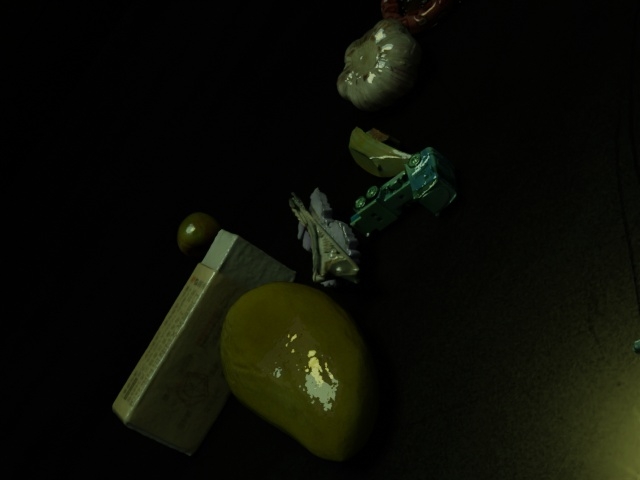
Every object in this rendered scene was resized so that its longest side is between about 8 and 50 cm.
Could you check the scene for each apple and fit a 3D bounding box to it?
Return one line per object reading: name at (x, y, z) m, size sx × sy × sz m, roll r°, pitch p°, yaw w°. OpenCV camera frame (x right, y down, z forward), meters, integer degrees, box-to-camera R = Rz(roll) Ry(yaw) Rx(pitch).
apple at (-0.231, -0.009, 1.683) m, size 0.089 × 0.090 × 0.074 m, roll -44°, pitch 58°, yaw 17°

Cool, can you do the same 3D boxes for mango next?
mango at (-0.028, 0.165, 1.236) m, size 0.332 × 0.142 × 0.195 m, roll 23°, pitch 84°, yaw 49°

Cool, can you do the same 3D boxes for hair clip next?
hair clip at (0.000, 0.000, 1.373) m, size 0.292 × 0.085 × 0.106 m, roll -118°, pitch 32°, yaw -59°

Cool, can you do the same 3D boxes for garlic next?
garlic at (0.106, -0.293, 1.498) m, size 0.147 × 0.102 × 0.159 m, roll 46°, pitch 112°, yaw 43°

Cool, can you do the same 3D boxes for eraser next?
eraser at (-0.185, 0.162, 1.426) m, size 0.343 × 0.144 × 0.078 m, roll -59°, pitch 31°, yaw -7°

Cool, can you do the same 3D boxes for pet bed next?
pet bed at (0.186, -0.449, 1.576) m, size 0.201 × 0.053 × 0.201 m, roll -27°, pitch 47°, yaw 34°

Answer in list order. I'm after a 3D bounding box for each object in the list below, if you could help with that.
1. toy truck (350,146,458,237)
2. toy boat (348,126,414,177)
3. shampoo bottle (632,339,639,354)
toy truck at (0.118, -0.055, 1.298) m, size 0.175 × 0.067 × 0.081 m, roll -36°, pitch 39°, yaw 28°
toy boat at (0.098, -0.141, 1.410) m, size 0.066 × 0.065 × 0.172 m, roll -38°, pitch 34°, yaw -9°
shampoo bottle at (0.356, 0.162, 0.804) m, size 0.065 × 0.065 × 0.204 m, roll -42°, pitch 35°, yaw 20°
